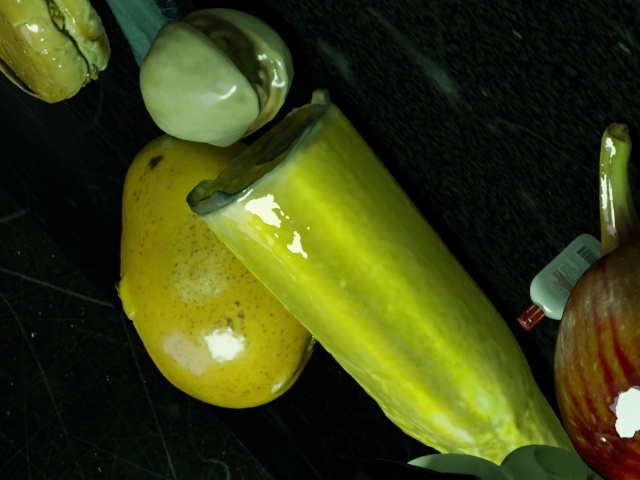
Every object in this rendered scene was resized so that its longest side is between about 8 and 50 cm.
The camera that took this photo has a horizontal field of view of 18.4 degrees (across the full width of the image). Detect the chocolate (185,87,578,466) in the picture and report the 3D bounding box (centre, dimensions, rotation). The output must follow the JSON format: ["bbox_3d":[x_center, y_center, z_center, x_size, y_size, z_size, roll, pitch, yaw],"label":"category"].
[{"bbox_3d":[0.074,0.084,1.756,0.445,0.162,0.162,50,167,-16],"label":"chocolate"}]

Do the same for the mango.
[{"bbox_3d":[-0.091,0.013,1.876,0.290,0.191,0.160,64,-166,23],"label":"mango"}]

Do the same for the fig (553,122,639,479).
[{"bbox_3d":[0.218,0.055,1.264,0.175,0.175,0.207,66,-179,-54],"label":"fig"}]

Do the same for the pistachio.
[{"bbox_3d":[-0.088,-0.139,1.711,0.124,0.124,0.185,53,163,-20],"label":"pistachio"}]

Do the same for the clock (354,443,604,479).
[{"bbox_3d":[0.219,0.221,1.299,0.379,0.120,0.276,19,-177,17],"label":"clock"}]

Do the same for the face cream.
[{"bbox_3d":[0.177,0.034,1.442,0.040,0.083,0.021,46,167,10],"label":"face cream"}]

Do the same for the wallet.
[{"bbox_3d":[-0.143,-0.186,1.926,0.191,0.046,0.379,39,166,36],"label":"wallet"}]

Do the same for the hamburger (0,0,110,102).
[{"bbox_3d":[-0.317,-0.250,2.185,0.214,0.108,0.213,44,162,19],"label":"hamburger"}]
